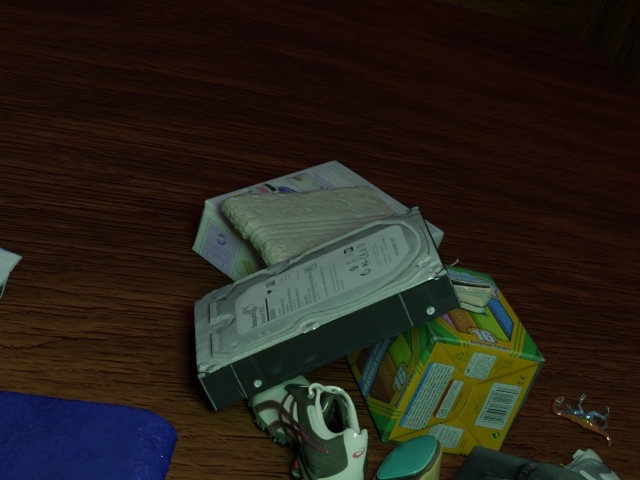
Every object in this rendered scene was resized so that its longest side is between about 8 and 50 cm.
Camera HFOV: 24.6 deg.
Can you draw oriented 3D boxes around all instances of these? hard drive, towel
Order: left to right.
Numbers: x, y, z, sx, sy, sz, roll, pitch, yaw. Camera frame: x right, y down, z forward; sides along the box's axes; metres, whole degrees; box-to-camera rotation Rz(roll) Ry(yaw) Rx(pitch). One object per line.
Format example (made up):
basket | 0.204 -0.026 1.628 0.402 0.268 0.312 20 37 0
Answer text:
towel | -0.279 0.276 1.422 0.228 0.076 0.308 7 35 7
hard drive | -0.001 0.080 1.908 0.339 0.064 0.237 -24 23 5
towel | 0.008 -0.011 2.157 0.282 0.049 0.187 -5 37 -35

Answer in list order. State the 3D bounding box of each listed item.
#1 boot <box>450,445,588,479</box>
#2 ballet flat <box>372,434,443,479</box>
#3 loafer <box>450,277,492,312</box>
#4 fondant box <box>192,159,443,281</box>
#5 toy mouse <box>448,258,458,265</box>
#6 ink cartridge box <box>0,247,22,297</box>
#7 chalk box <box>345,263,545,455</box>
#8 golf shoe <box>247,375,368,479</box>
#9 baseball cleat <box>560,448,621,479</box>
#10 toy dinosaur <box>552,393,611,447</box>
boot | 0.264 0.419 1.644 0.367 0.146 0.445 31 21 13
ballet flat | 0.097 0.314 1.788 0.080 0.073 0.232 -9 13 26
loafer | 0.170 0.059 1.969 0.125 0.039 0.045 19 25 -8
fondant box | 0.000 0.000 2.277 0.238 0.096 0.330 35 32 26
toy mouse | 0.204 0.064 2.431 0.161 0.031 0.143 25 24 10
ink cartridge box | -0.508 0.037 1.850 0.206 0.045 0.208 23 25 1
chalk box | 0.156 0.142 2.055 0.179 0.180 0.289 12 25 -23
golf shoe | -0.005 0.218 1.831 0.105 0.120 0.273 6 28 -29
baseball cleat | 0.353 0.340 1.947 0.109 0.072 0.206 37 31 15
toy dinosaur | 0.388 0.261 2.183 0.082 0.047 0.090 1 37 -3
